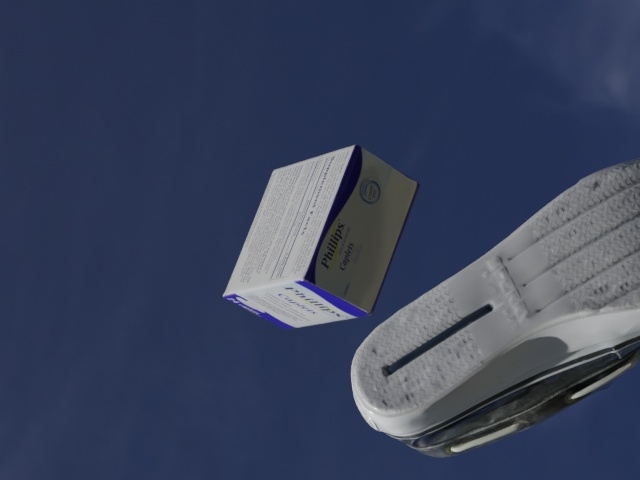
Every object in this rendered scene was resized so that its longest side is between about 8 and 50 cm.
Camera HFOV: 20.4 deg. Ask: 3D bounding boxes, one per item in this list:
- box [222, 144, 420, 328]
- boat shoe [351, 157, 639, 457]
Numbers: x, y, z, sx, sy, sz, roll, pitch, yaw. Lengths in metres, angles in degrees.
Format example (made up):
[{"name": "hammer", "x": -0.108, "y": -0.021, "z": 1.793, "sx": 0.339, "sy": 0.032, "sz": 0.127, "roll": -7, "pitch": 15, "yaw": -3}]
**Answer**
[{"name": "box", "x": 0.000, "y": 0.000, "z": 1.462, "sx": 0.072, "sy": 0.137, "sz": 0.126, "roll": 30, "pitch": -111, "yaw": -24}, {"name": "boat shoe", "x": 0.182, "y": 0.046, "z": 1.264, "sx": 0.335, "sy": 0.121, "sz": 0.119, "roll": -27, "pitch": -34, "yaw": 14}]
